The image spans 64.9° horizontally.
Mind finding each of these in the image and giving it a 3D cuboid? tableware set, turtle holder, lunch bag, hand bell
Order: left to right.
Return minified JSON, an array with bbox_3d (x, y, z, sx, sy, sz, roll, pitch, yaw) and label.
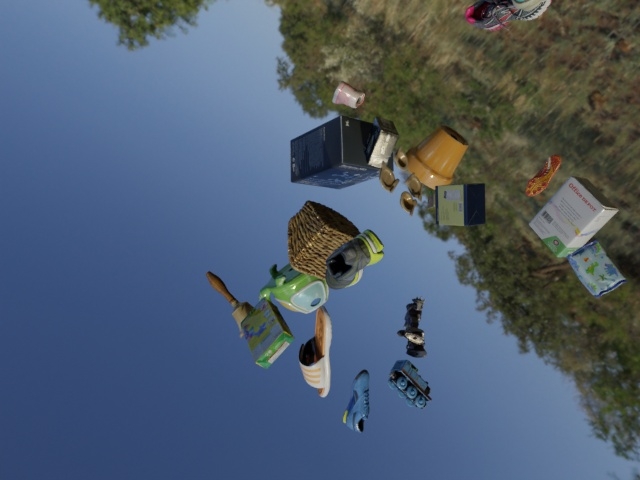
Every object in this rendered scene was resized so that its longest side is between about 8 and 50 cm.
[{"bbox_3d":[-0.299,0.196,1.696,0.242,0.126,0.126,48,-160,4],"label":"hand bell"},{"bbox_3d":[-0.102,0.206,2.149,0.320,0.243,0.227,-43,-70,-29],"label":"turtle holder"},{"bbox_3d":[0.207,-0.147,1.263,0.168,0.020,0.141,50,-131,-25],"label":"tableware set"},{"bbox_3d":[0.705,0.075,1.298,0.128,0.096,0.151,62,-168,18],"label":"lunch bag"}]

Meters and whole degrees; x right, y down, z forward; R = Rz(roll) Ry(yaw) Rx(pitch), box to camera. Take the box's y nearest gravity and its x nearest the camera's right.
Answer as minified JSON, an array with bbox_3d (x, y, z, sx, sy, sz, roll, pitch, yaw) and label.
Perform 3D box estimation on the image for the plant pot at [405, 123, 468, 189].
[{"bbox_3d":[0.443,-0.322,1.885,0.205,0.188,0.205,25,-147,-17],"label":"plant pot"}]

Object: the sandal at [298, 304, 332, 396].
[{"bbox_3d":[-0.021,0.284,1.293,0.076,0.265,0.102,-6,-155,-15],"label":"sandal"}]

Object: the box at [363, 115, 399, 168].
[{"bbox_3d":[0.234,-0.383,1.963,0.078,0.147,0.180,15,-151,-9],"label":"box"}]

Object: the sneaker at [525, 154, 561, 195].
[{"bbox_3d":[0.822,-0.233,1.846,0.064,0.175,0.067,44,-163,22],"label":"sneaker"}]

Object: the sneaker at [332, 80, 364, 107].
[{"bbox_3d":[0.071,-0.355,1.255,0.070,0.051,0.134,29,-174,-3],"label":"sneaker"}]

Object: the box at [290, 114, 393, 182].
[{"bbox_3d":[0.089,-0.381,2.262,0.294,0.395,0.211,4,-99,-35],"label":"box"}]

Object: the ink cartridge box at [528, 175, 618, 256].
[{"bbox_3d":[1.035,-0.096,2.075,0.117,0.278,0.201,0,-134,-32],"label":"ink cartridge box"}]

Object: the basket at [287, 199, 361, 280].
[{"bbox_3d":[0.000,0.000,1.958,0.299,0.223,0.213,20,-154,-47],"label":"basket"}]

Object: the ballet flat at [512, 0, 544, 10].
[{"bbox_3d":[0.580,-0.644,1.204,0.086,0.248,0.086,33,-139,-34],"label":"ballet flat"}]

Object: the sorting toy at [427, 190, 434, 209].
[{"bbox_3d":[0.479,-0.180,2.168,0.012,0.083,0.062,7,168,-14],"label":"sorting toy"}]

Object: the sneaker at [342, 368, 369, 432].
[{"bbox_3d":[0.138,0.525,1.642,0.082,0.209,0.069,24,-165,40],"label":"sneaker"}]

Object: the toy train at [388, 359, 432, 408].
[{"bbox_3d":[0.320,0.508,1.778,0.184,0.080,0.105,46,-120,-11],"label":"toy train"}]

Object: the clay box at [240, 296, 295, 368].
[{"bbox_3d":[-0.168,0.275,1.541,0.053,0.127,0.222,41,-176,-30],"label":"clay box"}]

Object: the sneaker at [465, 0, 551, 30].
[{"bbox_3d":[0.585,-0.730,1.561,0.112,0.299,0.120,-6,-89,-28],"label":"sneaker"}]

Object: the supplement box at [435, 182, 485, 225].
[{"bbox_3d":[0.283,-0.073,1.022,0.056,0.083,0.083,-6,-173,-33],"label":"supplement box"}]

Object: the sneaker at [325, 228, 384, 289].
[{"bbox_3d":[0.061,0.067,1.413,0.121,0.300,0.111,-22,-108,-27],"label":"sneaker"}]

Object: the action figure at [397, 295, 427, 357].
[{"bbox_3d":[0.360,0.327,1.975,0.099,0.185,0.285,7,-156,2],"label":"action figure"}]
